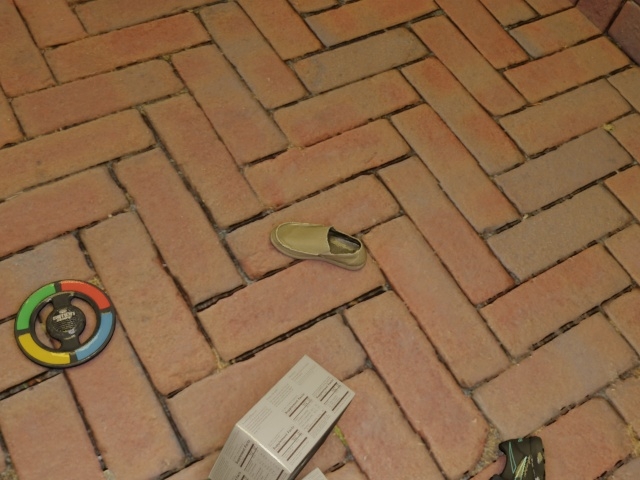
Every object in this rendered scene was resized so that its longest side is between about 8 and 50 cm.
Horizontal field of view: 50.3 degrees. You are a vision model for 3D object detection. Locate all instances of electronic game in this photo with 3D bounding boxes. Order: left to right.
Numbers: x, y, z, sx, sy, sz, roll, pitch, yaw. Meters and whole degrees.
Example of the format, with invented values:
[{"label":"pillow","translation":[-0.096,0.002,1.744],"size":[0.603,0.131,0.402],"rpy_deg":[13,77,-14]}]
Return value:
[{"label":"electronic game","translation":[-0.603,0.194,1.614],"size":[0.229,0.048,0.229],"rpy_deg":[4,57,-7]}]

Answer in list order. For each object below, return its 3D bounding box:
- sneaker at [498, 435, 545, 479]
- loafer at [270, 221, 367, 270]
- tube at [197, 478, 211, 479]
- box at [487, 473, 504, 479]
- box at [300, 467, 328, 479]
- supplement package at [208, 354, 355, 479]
[{"label":"sneaker","translation":[0.460,0.580,1.546],"size":[0.106,0.101,0.268],"rpy_deg":[-2,56,15]},{"label":"loafer","translation":[0.000,0.000,1.818],"size":[0.268,0.092,0.102],"rpy_deg":[13,57,-2]},{"label":"tube","translation":[-0.211,0.541,1.467],"size":[0.206,0.052,0.080],"rpy_deg":[-9,48,-10]},{"label":"box","translation":[0.370,0.706,1.327],"size":[0.343,0.179,0.312],"rpy_deg":[41,40,16]},{"label":"box","translation":[-0.024,0.558,1.453],"size":[0.102,0.101,0.087],"rpy_deg":[-31,68,-26]},{"label":"supplement package","translation":[-0.079,0.409,1.433],"size":[0.145,0.204,0.262],"rpy_deg":[37,38,13]}]
